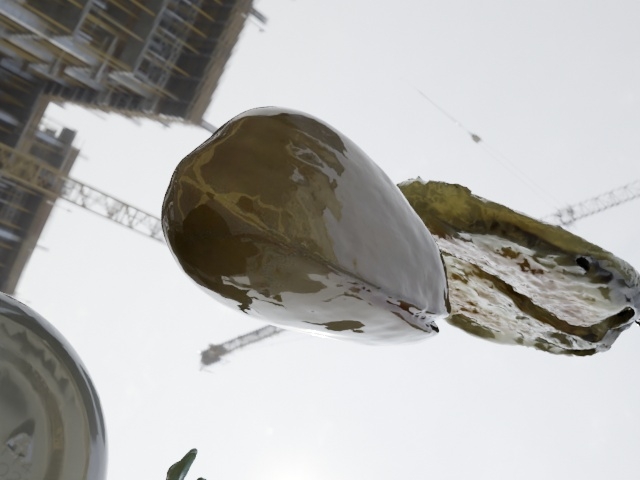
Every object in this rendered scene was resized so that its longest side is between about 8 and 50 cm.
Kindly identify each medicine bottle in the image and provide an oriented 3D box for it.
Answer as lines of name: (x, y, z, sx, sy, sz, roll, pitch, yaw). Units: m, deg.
medicine bottle: (-0.254, 0.138, 0.418, 0.289, 0.157, 0.157, -28, -127, 35)

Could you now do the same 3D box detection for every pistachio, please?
pistachio: (0.000, 0.000, 0.422, 0.126, 0.185, 0.108, 33, -87, 52)

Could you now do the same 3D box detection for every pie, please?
pie: (0.209, 0.038, 0.892, 0.339, 0.339, 0.077, 6, -116, 44)

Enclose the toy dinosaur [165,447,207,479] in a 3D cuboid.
toy dinosaur: (-0.135, 0.217, 0.537, 0.106, 0.044, 0.187, -16, -144, 58)
